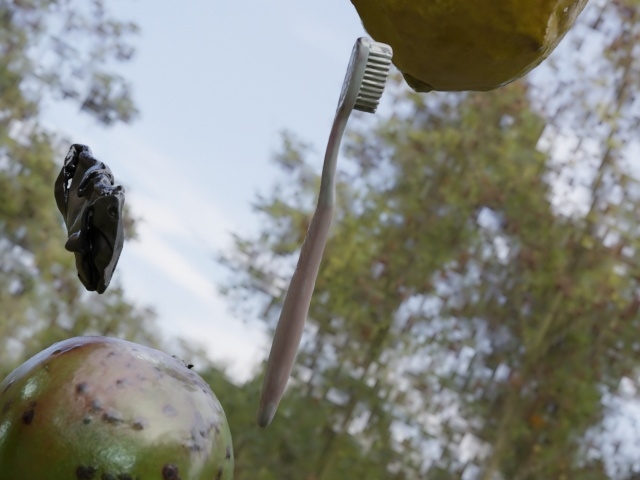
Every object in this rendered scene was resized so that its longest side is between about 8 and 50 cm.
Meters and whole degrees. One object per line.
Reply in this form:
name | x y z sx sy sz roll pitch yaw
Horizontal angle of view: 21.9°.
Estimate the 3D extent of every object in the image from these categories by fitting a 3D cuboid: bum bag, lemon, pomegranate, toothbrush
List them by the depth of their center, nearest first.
pomegranate | -0.141 0.145 0.958 0.159 0.205 0.159 42 -18 17
toothbrush | 0.000 0.000 1.214 0.029 0.307 0.025 11 16 -15
bum bag | -0.186 -0.019 1.318 0.049 0.087 0.198 -2 16 -15
lemon | 0.144 -0.268 1.503 0.233 0.288 0.233 24 15 -7
